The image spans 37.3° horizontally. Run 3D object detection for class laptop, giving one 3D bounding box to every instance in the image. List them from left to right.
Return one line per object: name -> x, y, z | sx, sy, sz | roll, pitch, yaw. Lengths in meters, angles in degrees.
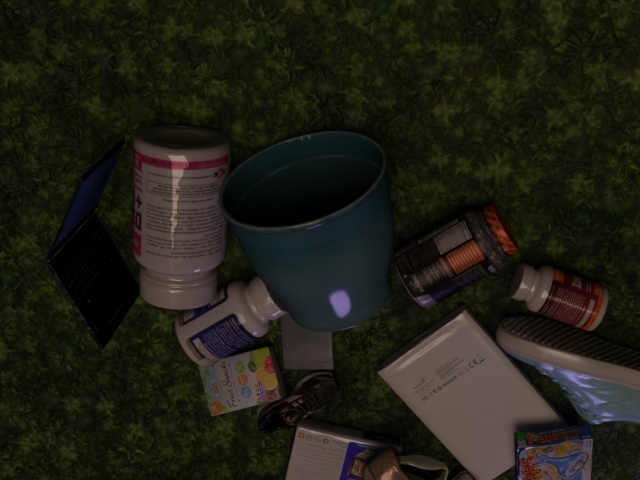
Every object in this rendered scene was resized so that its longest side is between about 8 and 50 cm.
laptop -> -0.346, 0.000, 1.580 | 0.136, 0.234, 0.264 | -24, 107, 14

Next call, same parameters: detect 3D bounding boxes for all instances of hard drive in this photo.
hard drive -> -0.024, 0.171, 1.732 | 0.094, 0.022, 0.135 | -1, 111, 6
hard drive -> 0.280, 0.287, 1.740 | 0.203, 0.040, 0.307 | -38, 104, 18

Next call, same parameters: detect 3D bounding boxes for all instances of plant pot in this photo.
plant pot -> 0.000, 0.000, 1.548 | 0.271, 0.272, 0.255 | -11, 125, 9

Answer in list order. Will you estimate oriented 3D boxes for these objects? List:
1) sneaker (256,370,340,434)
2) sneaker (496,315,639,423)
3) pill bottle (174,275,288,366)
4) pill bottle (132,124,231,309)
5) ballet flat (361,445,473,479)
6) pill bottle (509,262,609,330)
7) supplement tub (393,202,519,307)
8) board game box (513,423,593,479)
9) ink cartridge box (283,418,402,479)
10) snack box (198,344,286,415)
sneaker -> -0.041, 0.312, 1.760 | 0.178, 0.077, 0.072 | -34, 106, 16
sneaker -> 0.465, 0.251, 1.659 | 0.365, 0.135, 0.150 | 20, 109, -2
pill bottle -> -0.153, 0.135, 1.682 | 0.186, 0.112, 0.112 | -30, 106, 16
pill bottle -> -0.235, -0.039, 1.594 | 0.160, 0.160, 0.283 | 6, 112, 3
ballet flat -> 0.225, 0.469, 1.764 | 0.316, 0.107, 0.106 | 28, 104, -23
pill bottle -> 0.407, 0.093, 1.627 | 0.152, 0.086, 0.086 | 19, 112, -3
supplement tub -> 0.229, 0.023, 1.600 | 0.190, 0.117, 0.117 | -30, 106, 15
board game box -> 0.427, 0.420, 1.744 | 0.136, 0.035, 0.201 | -8, 130, 5
ink cartridge box -> 0.034, 0.455, 1.825 | 0.206, 0.045, 0.208 | 12, 110, -1
snack box -> -0.145, 0.259, 1.753 | 0.141, 0.037, 0.100 | -15, 87, 12
